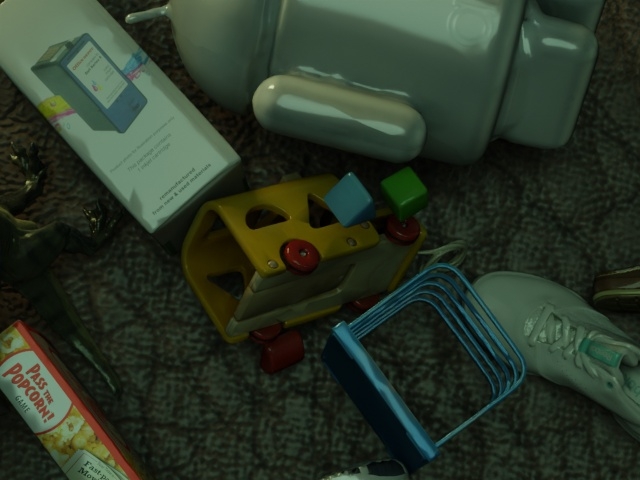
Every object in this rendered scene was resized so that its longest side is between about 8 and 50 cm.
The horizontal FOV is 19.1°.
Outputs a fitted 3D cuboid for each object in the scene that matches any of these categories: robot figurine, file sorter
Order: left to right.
[{"bbox_3d":[0.036,-0.177,1.468,0.353,0.200,0.300,13,43,1],"label":"robot figurine"},{"bbox_3d":[0.079,0.097,1.445,0.104,0.170,0.118,-35,83,-9],"label":"file sorter"}]

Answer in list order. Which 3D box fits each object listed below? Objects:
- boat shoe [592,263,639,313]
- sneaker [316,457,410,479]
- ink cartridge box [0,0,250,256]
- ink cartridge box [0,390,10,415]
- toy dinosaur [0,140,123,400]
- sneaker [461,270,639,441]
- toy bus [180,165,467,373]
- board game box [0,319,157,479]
[{"bbox_3d":[0.298,0.021,1.511,0.178,0.064,0.060,-8,76,-8],"label":"boat shoe"},{"bbox_3d":[-0.014,0.275,1.454,0.235,0.094,0.153,-28,85,-3],"label":"sneaker"},{"bbox_3d":[-0.159,-0.100,1.479,0.093,0.154,0.212,-40,84,-4],"label":"ink cartridge box"},{"bbox_3d":[-0.366,0.054,1.447,0.168,0.171,0.233,-24,83,-4],"label":"ink cartridge box"},{"bbox_3d":[-0.225,-0.004,1.495,0.268,0.064,0.118,49,51,-25],"label":"toy dinosaur"},{"bbox_3d":[0.209,0.086,1.482,0.212,0.094,0.080,31,84,5],"label":"sneaker"},{"bbox_3d":[-0.007,-0.001,1.471,0.191,0.202,0.104,-36,66,4],"label":"toy bus"},{"bbox_3d":[-0.177,0.155,1.445,0.045,0.147,0.193,-38,84,-5],"label":"board game box"}]
